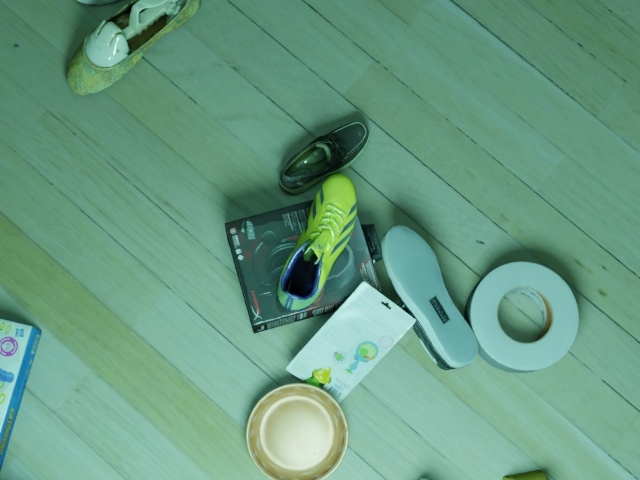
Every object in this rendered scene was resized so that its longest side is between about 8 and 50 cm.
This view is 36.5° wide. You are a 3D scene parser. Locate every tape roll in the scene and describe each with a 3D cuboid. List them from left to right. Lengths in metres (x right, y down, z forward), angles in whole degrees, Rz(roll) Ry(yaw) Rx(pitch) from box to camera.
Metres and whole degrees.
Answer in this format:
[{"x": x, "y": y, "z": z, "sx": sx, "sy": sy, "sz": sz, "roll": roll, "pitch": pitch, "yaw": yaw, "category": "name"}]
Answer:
[{"x": 0.404, "y": 0.156, "z": 1.954, "sx": 0.219, "sy": 0.072, "sz": 0.219, "roll": 1, "pitch": 78, "yaw": -3, "category": "tape roll"}]

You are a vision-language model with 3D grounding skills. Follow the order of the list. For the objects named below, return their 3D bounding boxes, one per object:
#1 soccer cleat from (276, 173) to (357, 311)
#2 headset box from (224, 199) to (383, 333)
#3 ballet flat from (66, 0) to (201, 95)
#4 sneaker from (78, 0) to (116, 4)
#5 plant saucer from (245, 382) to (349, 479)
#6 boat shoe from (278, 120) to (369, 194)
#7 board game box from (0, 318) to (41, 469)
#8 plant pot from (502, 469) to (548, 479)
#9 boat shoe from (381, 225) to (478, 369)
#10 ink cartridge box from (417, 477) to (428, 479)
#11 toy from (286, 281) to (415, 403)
[{"x": 0.001, "y": 0.001, "z": 1.828, "sx": 0.093, "sy": 0.121, "sz": 0.289, "roll": 23, "pitch": 76, "yaw": 3, "category": "soccer cleat"}, {"x": -0.023, "y": 0.039, "z": 1.938, "sx": 0.293, "sy": 0.110, "sz": 0.218, "roll": -14, "pitch": 78, "yaw": -6, "category": "headset box"}, {"x": -0.397, "y": -0.443, "z": 2.026, "sx": 0.348, "sy": 0.123, "sz": 0.123, "roll": -40, "pitch": 82, "yaw": -10, "category": "ballet flat"}, {"x": -0.443, "y": -0.572, "z": 2.082, "sx": 0.212, "sy": 0.080, "sz": 0.094, "roll": -13, "pitch": 67, "yaw": -13, "category": "sneaker"}, {"x": -0.045, "y": 0.377, "z": 1.888, "sx": 0.200, "sy": 0.037, "sz": 0.200, "roll": 0, "pitch": 86, "yaw": -1, "category": "plant saucer"}, {"x": 0.011, "y": -0.176, "z": 2.007, "sx": 0.223, "sy": 0.073, "sz": 0.080, "roll": -35, "pitch": 81, "yaw": -9, "category": "boat shoe"}, {"x": -0.732, "y": 0.280, "z": 1.861, "sx": 0.302, "sy": 0.086, "sz": 0.308, "roll": 13, "pitch": 77, "yaw": 0, "category": "board game box"}, {"x": 0.408, "y": 0.491, "z": 1.873, "sx": 0.081, "sy": 0.083, "sz": 0.081, "roll": -10, "pitch": 79, "yaw": -5, "category": "plant pot"}, {"x": 0.202, "y": 0.119, "z": 1.935, "sx": 0.113, "sy": 0.105, "sz": 0.306, "roll": -34, "pitch": 90, "yaw": -30, "category": "boat shoe"}, {"x": 0.185, "y": 0.584, "z": 1.837, "sx": 0.158, "sy": 0.092, "sz": 0.218, "roll": 41, "pitch": 80, "yaw": 6, "category": "ink cartridge box"}, {"x": 0.056, "y": 0.196, "z": 1.903, "sx": 0.137, "sy": 0.056, "sz": 0.237, "roll": 37, "pitch": 101, "yaw": -17, "category": "toy"}]
